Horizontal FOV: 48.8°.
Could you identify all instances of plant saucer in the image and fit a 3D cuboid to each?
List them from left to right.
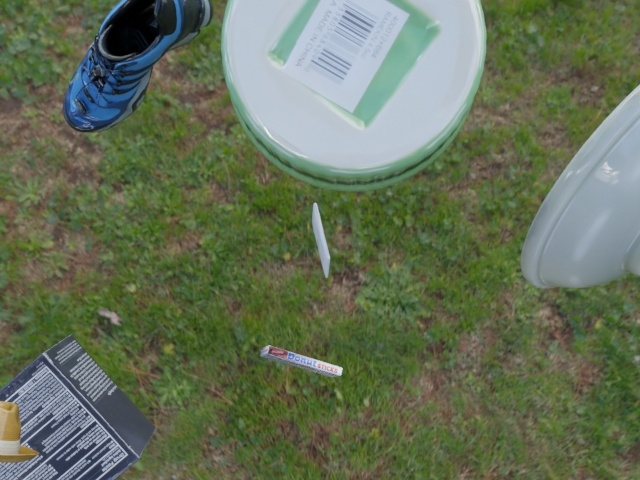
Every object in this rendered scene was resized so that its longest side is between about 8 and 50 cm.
[{"bbox_3d":[0.421,-0.065,0.844,0.400,0.400,0.100,-32,60,-15],"label":"plant saucer"}]

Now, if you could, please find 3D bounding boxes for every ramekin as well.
[{"bbox_3d":[0.035,-0.204,0.776,0.304,0.148,0.303,0,95,3],"label":"ramekin"}]

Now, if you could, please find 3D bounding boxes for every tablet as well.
[{"bbox_3d":[0.000,0.000,0.889,0.006,0.054,0.083,-9,61,-8],"label":"tablet"}]

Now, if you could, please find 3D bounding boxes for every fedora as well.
[{"bbox_3d":[-0.522,0.285,1.089,0.194,0.194,0.079,11,79,8],"label":"fedora"}]

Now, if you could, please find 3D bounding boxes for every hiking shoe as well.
[{"bbox_3d":[-0.292,-0.266,1.005,0.304,0.132,0.113,-41,89,25],"label":"hiking shoe"}]

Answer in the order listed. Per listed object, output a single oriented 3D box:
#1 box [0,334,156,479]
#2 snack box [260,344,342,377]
[{"bbox_3d":[-0.571,0.418,1.510,0.296,0.183,0.294,-40,94,3],"label":"box"},{"bbox_3d":[-0.043,0.273,1.585,0.178,0.064,0.022,20,71,-15],"label":"snack box"}]
